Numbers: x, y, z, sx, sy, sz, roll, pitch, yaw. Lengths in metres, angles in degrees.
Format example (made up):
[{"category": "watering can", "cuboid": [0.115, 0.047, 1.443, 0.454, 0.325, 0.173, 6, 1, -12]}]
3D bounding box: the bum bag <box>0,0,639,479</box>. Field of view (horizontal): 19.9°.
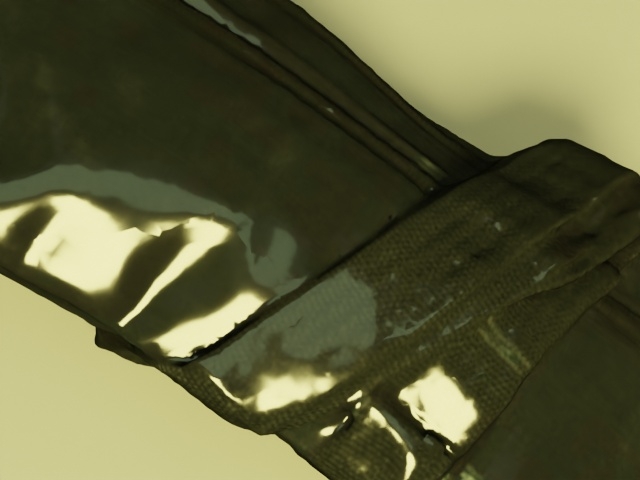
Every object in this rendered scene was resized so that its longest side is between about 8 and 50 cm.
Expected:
[{"category": "bum bag", "cuboid": [0.000, 0.000, 0.475, 0.248, 0.060, 0.123, 33, 66, -5]}]
